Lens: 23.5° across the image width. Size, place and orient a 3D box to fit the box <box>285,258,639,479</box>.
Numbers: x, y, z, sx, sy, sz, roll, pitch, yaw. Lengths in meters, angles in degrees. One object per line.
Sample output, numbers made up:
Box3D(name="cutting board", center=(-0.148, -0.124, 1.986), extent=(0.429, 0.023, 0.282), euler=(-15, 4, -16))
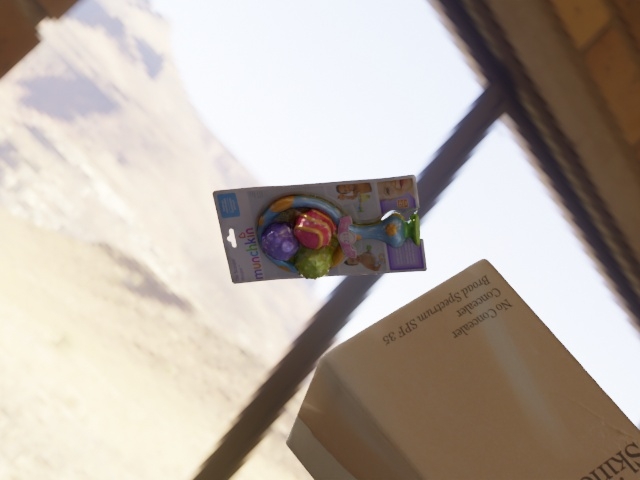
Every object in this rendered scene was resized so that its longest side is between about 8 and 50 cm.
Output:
Box3D(name="box", center=(0.134, 0.181, 0.928), extent=(0.311, 0.148, 0.121), euler=(48, -31, 19))

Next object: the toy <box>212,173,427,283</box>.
Box3D(name="toy", center=(0.000, 0.000, 1.788), extent=(0.056, 0.237, 0.137), euler=(-87, 170, -56))
